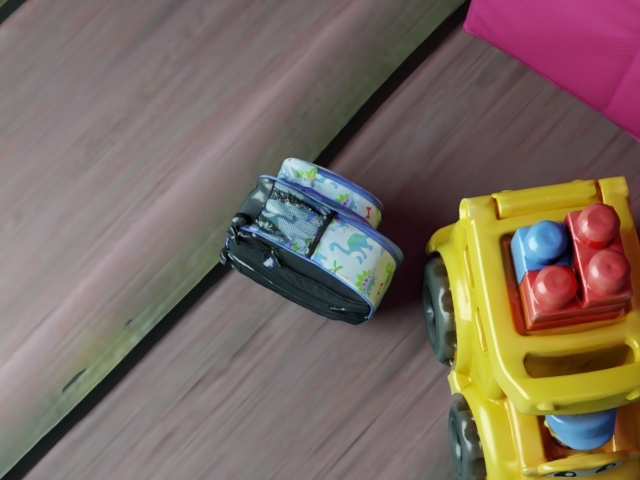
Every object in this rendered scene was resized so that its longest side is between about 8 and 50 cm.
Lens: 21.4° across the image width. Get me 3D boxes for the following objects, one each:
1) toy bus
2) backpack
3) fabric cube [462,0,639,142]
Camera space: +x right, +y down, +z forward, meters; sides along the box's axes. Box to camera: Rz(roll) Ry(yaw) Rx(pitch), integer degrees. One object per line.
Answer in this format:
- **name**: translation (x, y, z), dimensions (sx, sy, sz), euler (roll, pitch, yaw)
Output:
- **toy bus**: translation (0.159, 0.065, 1.098), dimensions (0.149, 0.211, 0.220), euler (-8, 76, -6)
- **backpack**: translation (0.000, 0.000, 1.165), dimensions (0.114, 0.105, 0.084), euler (31, 76, 1)
- **fabric cube**: translation (0.278, -0.222, 1.161), dimensions (0.259, 0.258, 0.254), euler (34, 76, 7)
